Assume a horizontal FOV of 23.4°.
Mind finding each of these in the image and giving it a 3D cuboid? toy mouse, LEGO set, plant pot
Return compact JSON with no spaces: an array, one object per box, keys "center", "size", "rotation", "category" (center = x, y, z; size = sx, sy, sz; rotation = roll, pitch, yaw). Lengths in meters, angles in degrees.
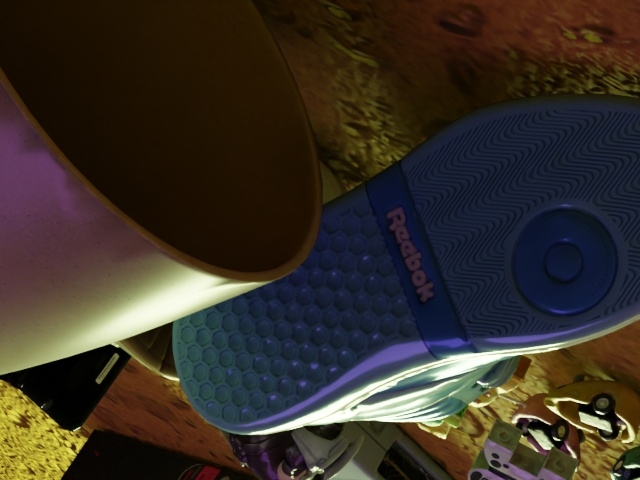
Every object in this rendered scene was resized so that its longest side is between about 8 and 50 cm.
[{"center":[0.185,0.132,1.015],"size":[0.161,0.031,0.143],"rotation":[15,149,35],"category":"toy mouse"},{"center":[0.057,0.099,1.004],"size":[0.227,0.087,0.093],"rotation":[27,138,9],"category":"LEGO set"},{"center":[-0.185,-0.033,0.770],"size":[0.274,0.256,0.256],"rotation":[-30,118,25],"category":"plant pot"}]

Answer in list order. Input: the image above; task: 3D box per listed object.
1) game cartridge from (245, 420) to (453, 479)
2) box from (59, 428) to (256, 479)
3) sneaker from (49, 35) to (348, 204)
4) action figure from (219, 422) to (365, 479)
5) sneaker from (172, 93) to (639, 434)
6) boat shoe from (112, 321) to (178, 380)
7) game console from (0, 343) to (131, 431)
[{"center":[0.057,0.233,1.322],"size":[0.294,0.060,0.196],"rotation":[45,156,-22],"category":"game cartridge"},{"center":[-0.157,0.322,1.592],"size":[0.270,0.165,0.143],"rotation":[8,145,42],"category":"box"},{"center":[-0.104,-0.081,0.907],"size":[0.292,0.110,0.118],"rotation":[33,146,0],"category":"sneaker"},{"center":[-0.049,0.096,1.126],"size":[0.185,0.099,0.285],"rotation":[24,148,46],"category":"action figure"},{"center":[0.097,0.017,0.841],"size":[0.319,0.127,0.208],"rotation":[-19,166,28],"category":"sneaker"},{"center":[-0.183,0.009,1.147],"size":[0.089,0.104,0.285],"rotation":[16,152,41],"category":"boat shoe"},{"center":[-0.222,0.082,1.298],"size":[0.071,0.122,0.107],"rotation":[-1,139,51],"category":"game console"}]
